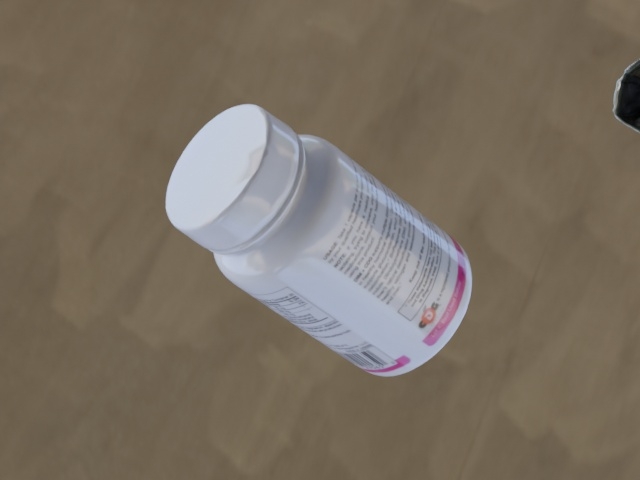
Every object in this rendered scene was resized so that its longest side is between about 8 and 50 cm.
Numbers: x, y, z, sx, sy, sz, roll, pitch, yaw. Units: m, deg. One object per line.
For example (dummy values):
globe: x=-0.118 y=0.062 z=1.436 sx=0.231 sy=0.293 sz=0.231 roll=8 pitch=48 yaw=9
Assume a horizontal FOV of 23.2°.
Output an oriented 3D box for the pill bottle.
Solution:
pill bottle: x=0.000 y=0.000 z=1.477 sx=0.283 sy=0.160 sz=0.160 roll=36 pitch=-125 yaw=-35

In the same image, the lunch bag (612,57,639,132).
lunch bag: x=0.468 y=-0.131 z=1.562 sx=0.235 sy=0.287 sz=0.169 roll=9 pitch=-89 yaw=-42
